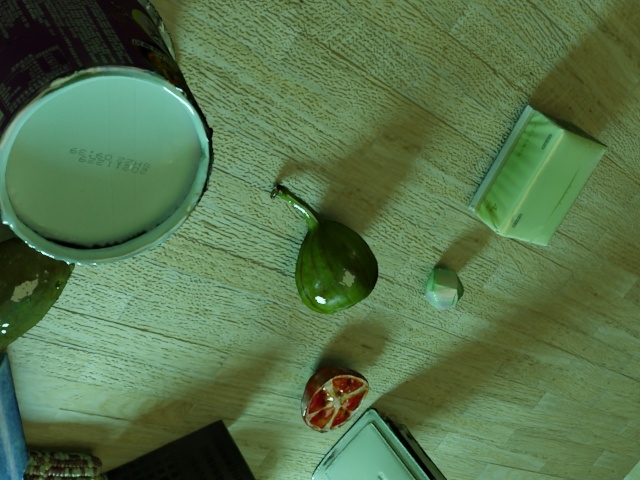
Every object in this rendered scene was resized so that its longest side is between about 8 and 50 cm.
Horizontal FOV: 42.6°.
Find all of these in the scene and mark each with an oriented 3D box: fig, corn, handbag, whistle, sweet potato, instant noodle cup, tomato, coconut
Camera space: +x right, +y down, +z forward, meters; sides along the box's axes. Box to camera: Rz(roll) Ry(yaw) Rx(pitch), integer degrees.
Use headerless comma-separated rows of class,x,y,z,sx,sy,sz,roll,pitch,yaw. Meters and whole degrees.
fig,0.000,0.000,1.423,0.151,0.151,0.259,-30,106,-12
corn,-0.486,0.393,1.402,0.237,0.079,0.079,19,110,-35
handbag,0.160,0.571,1.750,0.237,0.358,0.160,-45,136,4
whistle,-0.496,0.322,1.297,0.062,0.062,0.304,-13,108,-25
sweet potato,-0.511,0.129,1.163,0.422,0.130,0.130,-41,135,9
instant noodle cup,-0.287,-0.144,1.004,0.340,0.266,0.340,-18,130,-23
tomato,0.017,0.312,1.668,0.155,0.069,0.156,-18,127,-25
coconut,0.251,0.099,1.662,0.081,0.082,0.083,6,77,-10

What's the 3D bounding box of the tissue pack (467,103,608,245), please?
tissue pack,0.415,-0.119,1.573,0.159,0.125,0.234,12,115,-38

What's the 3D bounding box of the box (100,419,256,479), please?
box,-0.291,0.469,1.505,0.325,0.180,0.047,-22,132,-19
